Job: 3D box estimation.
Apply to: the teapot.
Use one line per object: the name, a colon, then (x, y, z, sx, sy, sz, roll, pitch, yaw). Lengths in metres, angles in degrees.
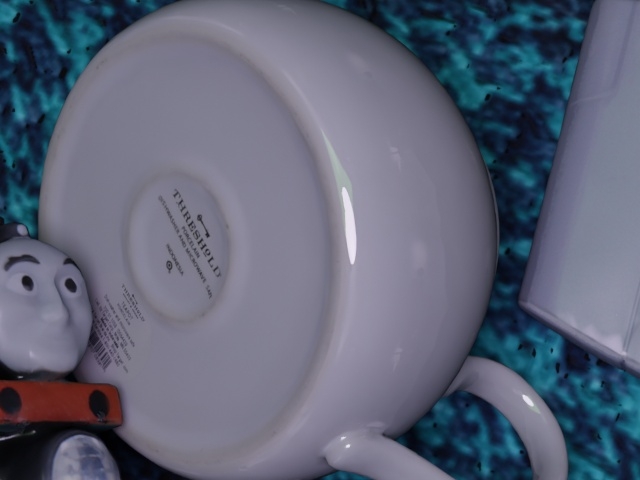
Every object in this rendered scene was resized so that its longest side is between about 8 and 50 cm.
teapot: (0.000, 0.000, 0.944, 0.253, 0.187, 0.256, 9, 100, 43)

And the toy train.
toy train: (-0.233, 0.106, 0.952, 0.334, 0.142, 0.190, -19, 75, 37)

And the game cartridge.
game cartridge: (0.256, 0.000, 0.950, 0.294, 0.060, 0.196, 13, 87, 14)
